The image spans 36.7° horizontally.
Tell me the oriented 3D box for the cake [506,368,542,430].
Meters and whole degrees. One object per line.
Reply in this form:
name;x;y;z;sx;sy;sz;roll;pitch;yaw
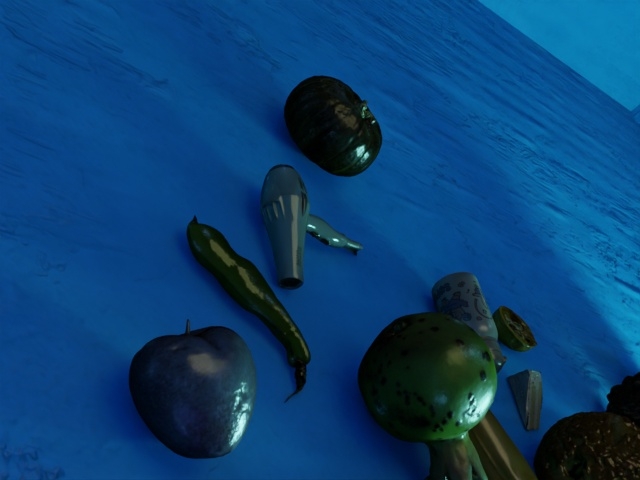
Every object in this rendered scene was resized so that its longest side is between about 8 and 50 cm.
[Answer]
cake;0.413;0.324;1.936;0.052;0.065;0.121;22;62;-39

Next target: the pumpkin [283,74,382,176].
pumpkin;0.031;-0.231;1.929;0.223;0.157;0.223;46;21;-24

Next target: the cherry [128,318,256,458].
cherry;-0.156;0.188;1.223;0.176;0.140;0.176;18;67;-47

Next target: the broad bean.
broad bean;-0.106;0.091;1.480;0.318;0.056;0.098;56;30;7

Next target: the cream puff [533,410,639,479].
cream puff;0.549;0.445;1.796;0.303;0.212;0.303;38;27;-23

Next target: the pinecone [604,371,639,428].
pinecone;0.741;0.390;2.141;0.208;0.208;0.207;34;33;-26

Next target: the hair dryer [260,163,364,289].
hair dryer;-0.012;0.018;1.686;0.267;0.092;0.229;43;36;-30

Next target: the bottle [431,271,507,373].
bottle;0.284;0.170;1.875;0.110;0.097;0.209;-3;52;-16

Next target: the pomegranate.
pomegranate;0.169;0.257;1.549;0.231;0.231;0.285;-32;122;-60

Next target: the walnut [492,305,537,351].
walnut;0.402;0.194;2.043;0.121;0.052;0.091;43;29;-15

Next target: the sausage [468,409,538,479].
sausage;0.276;0.353;1.639;0.112;0.112;0.328;-10;64;-57
